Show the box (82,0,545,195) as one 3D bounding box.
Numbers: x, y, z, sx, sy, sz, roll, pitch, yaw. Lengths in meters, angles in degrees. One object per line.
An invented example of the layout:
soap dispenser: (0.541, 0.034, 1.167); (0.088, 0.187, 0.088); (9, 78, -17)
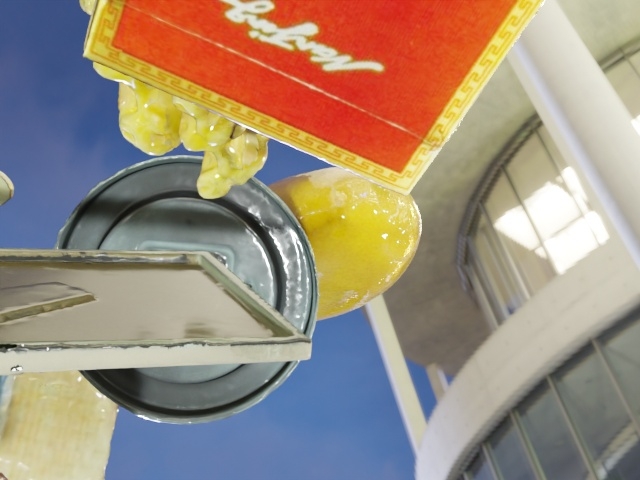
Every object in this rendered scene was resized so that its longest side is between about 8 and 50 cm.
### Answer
box: (0.022, -0.140, 0.324); (0.153, 0.074, 0.239); (20, -47, -14)

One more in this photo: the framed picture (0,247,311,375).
framed picture: (-0.204, 0.041, 0.636); (0.335, 0.247, 0.022); (1, -77, -24)

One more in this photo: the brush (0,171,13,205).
brush: (-0.518, -0.134, 1.111); (0.337, 0.020, 0.085); (30, -66, 1)

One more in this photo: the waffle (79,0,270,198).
waffle: (-0.052, -0.208, 0.808); (0.151, 0.324, 0.261); (16, -55, 24)

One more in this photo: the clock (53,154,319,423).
clock: (-0.163, 0.059, 1.118); (0.325, 0.325, 0.067); (-18, 6, 2)

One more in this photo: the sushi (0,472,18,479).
sushi: (-0.317, 0.236, 0.574); (0.270, 0.170, 0.236); (9, -30, -26)

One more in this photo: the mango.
mango: (0.000, 0.000, 1.505); (0.300, 0.232, 0.446); (5, -18, -17)

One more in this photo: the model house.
model house: (-0.557, 0.291, 1.620); (0.343, 0.334, 0.382); (14, -26, -20)
